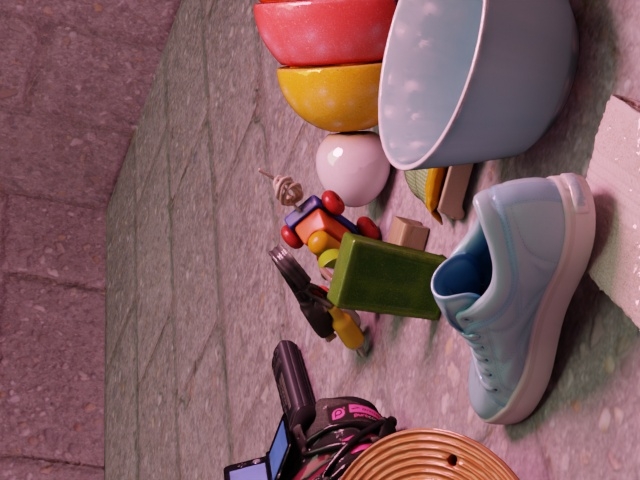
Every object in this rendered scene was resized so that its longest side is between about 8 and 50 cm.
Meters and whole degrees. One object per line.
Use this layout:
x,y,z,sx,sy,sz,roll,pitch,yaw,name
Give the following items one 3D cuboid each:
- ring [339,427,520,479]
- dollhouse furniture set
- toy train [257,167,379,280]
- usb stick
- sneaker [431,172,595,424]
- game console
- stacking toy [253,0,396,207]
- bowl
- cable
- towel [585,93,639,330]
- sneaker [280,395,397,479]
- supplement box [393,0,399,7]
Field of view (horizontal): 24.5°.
0.129,0.382,1.673,0.336,0.032,0.337,-4,84,42,ring
0.101,-0.065,2.032,0.197,0.151,0.302,-135,58,-69,dollhouse furniture set
0.000,0.000,2.182,0.105,0.248,0.143,-40,43,16,toy train
-0.039,0.265,2.440,0.278,0.045,0.077,-110,29,-58,usb stick
0.185,0.067,1.632,0.135,0.150,0.366,-102,16,-48,sneaker
-0.087,0.302,2.039,0.122,0.107,0.071,-110,6,-75,game console
0.028,-0.287,2.241,0.350,0.350,0.480,-154,60,-71,stacking toy
0.202,-0.223,1.799,0.311,0.163,0.312,-170,90,-72,bowl
-0.010,0.063,2.165,0.139,0.072,0.287,55,176,38,cable
0.327,-0.025,1.492,0.282,0.049,0.187,-123,47,-65,towel
0.029,0.314,1.982,0.483,0.185,0.202,-175,91,-71,sneaker
0.138,-0.336,2.010,0.239,0.073,0.130,68,-167,-48,supplement box
